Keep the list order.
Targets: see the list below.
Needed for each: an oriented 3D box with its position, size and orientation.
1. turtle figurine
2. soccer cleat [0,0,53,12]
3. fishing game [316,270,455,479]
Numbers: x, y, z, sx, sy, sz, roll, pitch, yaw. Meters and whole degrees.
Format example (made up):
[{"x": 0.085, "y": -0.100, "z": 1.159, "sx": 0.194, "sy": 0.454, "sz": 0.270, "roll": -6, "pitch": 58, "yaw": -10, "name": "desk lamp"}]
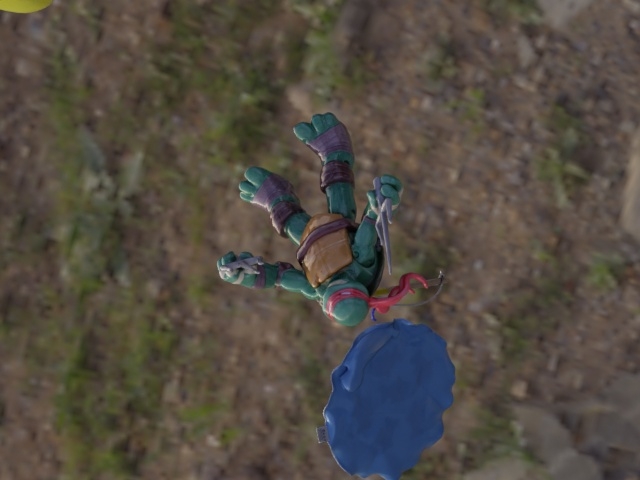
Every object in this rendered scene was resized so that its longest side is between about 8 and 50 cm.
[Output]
[{"x": 0.000, "y": 0.000, "z": 1.590, "sx": 0.175, "sy": 0.118, "sz": 0.234, "roll": -27, "pitch": 38, "yaw": 7, "name": "turtle figurine"}, {"x": -0.332, "y": -0.218, "z": 1.352, "sx": 0.121, "sy": 0.289, "sz": 0.093, "roll": -60, "pitch": 29, "yaw": 19, "name": "soccer cleat"}, {"x": 0.068, "y": 0.171, "z": 1.998, "sx": 0.041, "sy": 0.189, "sz": 0.264, "roll": 17, "pitch": 114, "yaw": 47, "name": "fishing game"}]
